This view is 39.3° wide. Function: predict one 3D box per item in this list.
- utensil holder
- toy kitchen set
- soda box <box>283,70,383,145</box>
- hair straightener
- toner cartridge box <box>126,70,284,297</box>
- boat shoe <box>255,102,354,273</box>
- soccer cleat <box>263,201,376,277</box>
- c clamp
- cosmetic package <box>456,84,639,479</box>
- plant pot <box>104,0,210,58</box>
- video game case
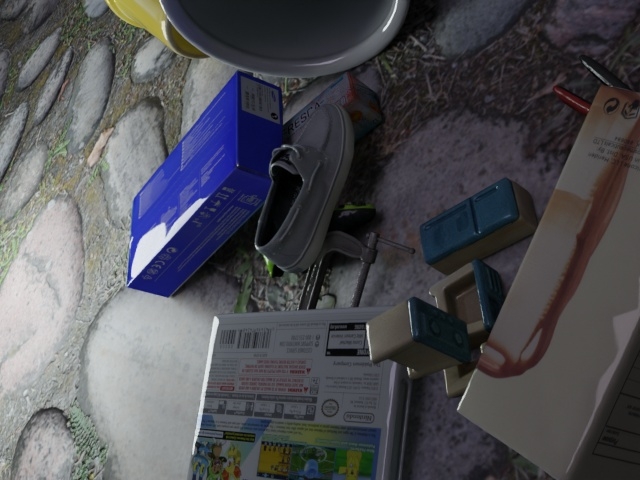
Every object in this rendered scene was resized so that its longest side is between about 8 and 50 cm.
[{"bbox_3d":[-0.036,-0.475,1.242,0.327,0.327,0.385,-23,50,38],"label":"utensil holder"},{"bbox_3d":[0.132,0.028,0.881,0.122,0.166,0.207,-31,49,33],"label":"toy kitchen set"},{"bbox_3d":[-0.004,-0.143,1.210,0.183,0.063,0.058,-36,43,28],"label":"soda box"},{"bbox_3d":[0.325,-0.127,0.855,0.089,0.047,0.230,-53,40,11],"label":"hair straightener"},{"bbox_3d":[-0.171,-0.069,1.279,0.348,0.075,0.165,-40,41,44],"label":"toner cartridge box"},{"bbox_3d":[-0.023,-0.077,1.087,0.079,0.081,0.228,-3,65,44],"label":"boat shoe"},{"bbox_3d":[0.000,0.000,1.137,0.179,0.060,0.072,-19,80,35],"label":"soccer cleat"},{"bbox_3d":[0.029,0.057,1.062,0.137,0.022,0.161,30,105,39],"label":"c clamp"},{"bbox_3d":[0.253,0.044,0.729,0.129,0.153,0.296,28,95,51],"label":"cosmetic package"},{"bbox_3d":[-0.235,-0.439,1.512,0.254,0.254,0.239,-47,57,18],"label":"plant pot"},{"bbox_3d":[-0.035,0.228,1.030,0.329,0.036,0.300,-7,69,45],"label":"video game case"}]
